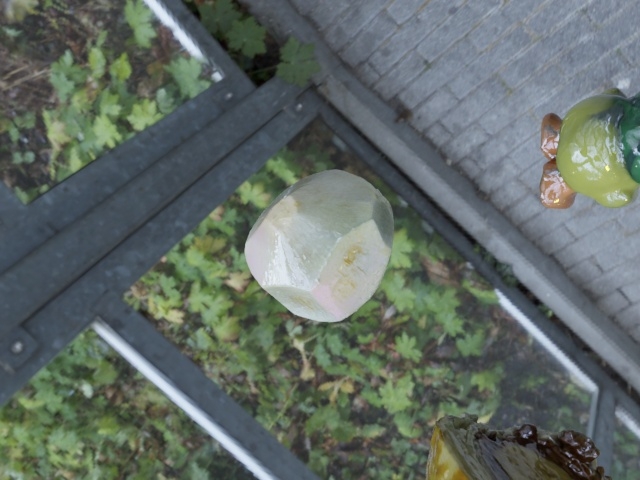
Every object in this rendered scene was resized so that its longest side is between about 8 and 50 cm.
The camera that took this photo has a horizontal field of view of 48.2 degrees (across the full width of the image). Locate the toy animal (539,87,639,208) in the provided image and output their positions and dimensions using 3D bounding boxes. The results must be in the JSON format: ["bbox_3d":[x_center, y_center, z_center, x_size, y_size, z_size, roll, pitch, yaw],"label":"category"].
[{"bbox_3d":[0.525,-0.170,1.241,0.338,0.191,0.216,-8,77,50],"label":"toy animal"}]

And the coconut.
[{"bbox_3d":[0.000,0.000,1.067,0.197,0.237,0.237,49,140,40],"label":"coconut"}]

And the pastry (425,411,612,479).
[{"bbox_3d":[0.212,0.312,0.755,0.237,0.256,0.170,17,114,-23],"label":"pastry"}]
